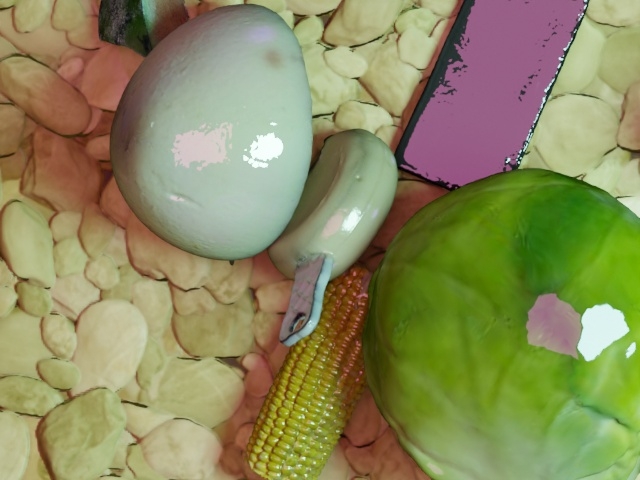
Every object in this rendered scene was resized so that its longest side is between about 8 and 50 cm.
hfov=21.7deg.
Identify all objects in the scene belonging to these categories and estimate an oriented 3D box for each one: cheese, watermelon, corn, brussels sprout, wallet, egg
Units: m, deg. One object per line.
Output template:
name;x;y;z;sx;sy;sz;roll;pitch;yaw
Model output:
cheese;0.013;-0.008;1.657;0.071;0.249;0.163;38;111;-21
watermelon;-0.193;-0.260;1.771;0.101;0.080;0.155;-8;90;41
corn;0.004;0.138;1.709;0.093;0.093;0.244;27;91;7
brussels sprout;0.207;0.096;1.616;0.344;0.268;0.344;6;108;18
wallet;0.177;-0.165;1.732;0.124;0.025;0.244;24;92;7
egg;-0.123;-0.107;1.665;0.162;0.206;0.271;4;99;-33
